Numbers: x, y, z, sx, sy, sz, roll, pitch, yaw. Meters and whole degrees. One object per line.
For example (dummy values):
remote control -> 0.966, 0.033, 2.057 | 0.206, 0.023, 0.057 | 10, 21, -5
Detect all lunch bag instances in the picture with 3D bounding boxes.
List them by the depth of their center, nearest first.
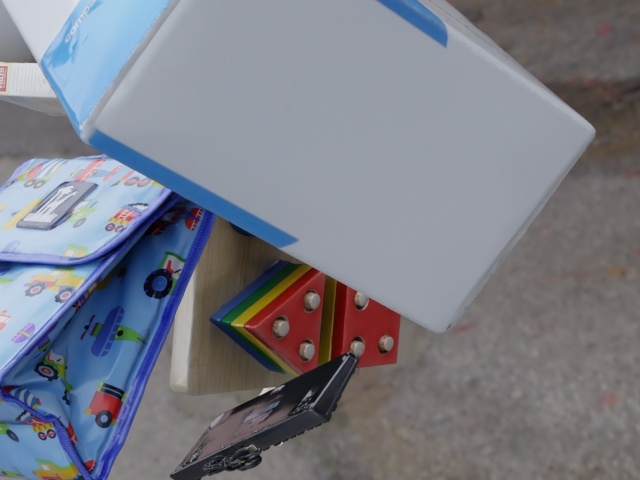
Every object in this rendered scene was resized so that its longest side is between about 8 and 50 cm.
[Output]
lunch bag -> -0.212, 0.037, 1.371 | 0.221, 0.138, 0.293 | -1, 48, 42

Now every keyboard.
keyboard -> -0.048, 0.150, 1.334 | 0.180, 0.023, 0.108 | -31, 14, 42

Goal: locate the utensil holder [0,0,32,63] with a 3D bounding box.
utensil holder -> -0.340, -0.423, 2.078 | 0.385, 0.328, 0.327 | -32, 16, 8

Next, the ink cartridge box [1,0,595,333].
ink cartridge box -> -0.051, -0.149, 1.103 | 0.166, 0.285, 0.395 | -54, 35, 11

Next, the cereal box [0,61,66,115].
cereal box -> -0.241, -0.172, 1.998 | 0.240, 0.047, 0.173 | 5, -3, 16

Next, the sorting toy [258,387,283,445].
sorting toy -> -0.042, 0.176, 1.872 | 0.062, 0.012, 0.083 | 31, 83, 31

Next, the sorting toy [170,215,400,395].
sorting toy -> -0.015, 0.019, 1.649 | 0.089, 0.257, 0.255 | 9, 6, 40
